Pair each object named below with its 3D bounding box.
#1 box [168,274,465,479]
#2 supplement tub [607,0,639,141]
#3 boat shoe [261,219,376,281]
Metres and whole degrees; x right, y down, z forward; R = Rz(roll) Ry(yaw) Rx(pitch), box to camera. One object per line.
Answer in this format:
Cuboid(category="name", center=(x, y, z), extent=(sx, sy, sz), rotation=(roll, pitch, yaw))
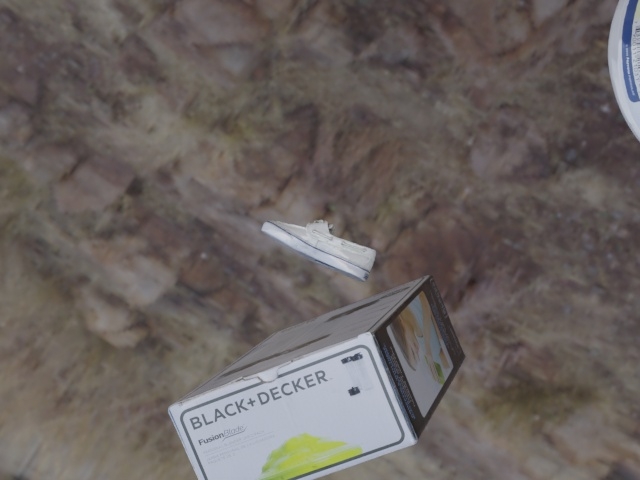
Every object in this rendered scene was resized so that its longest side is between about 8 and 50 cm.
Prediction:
Cuboid(category="box", center=(0.010, 0.114, 1.019), extent=(0.290, 0.169, 0.087), rotation=(-25, -87, -76))
Cuboid(category="supplement tub", center=(0.427, -0.171, 1.051), extent=(0.235, 0.235, 0.325), rotation=(39, 164, -20))
Cuboid(category="boat shoe", center=(0.000, 0.000, 1.062), extent=(0.100, 0.035, 0.035), rotation=(24, 171, 12))
